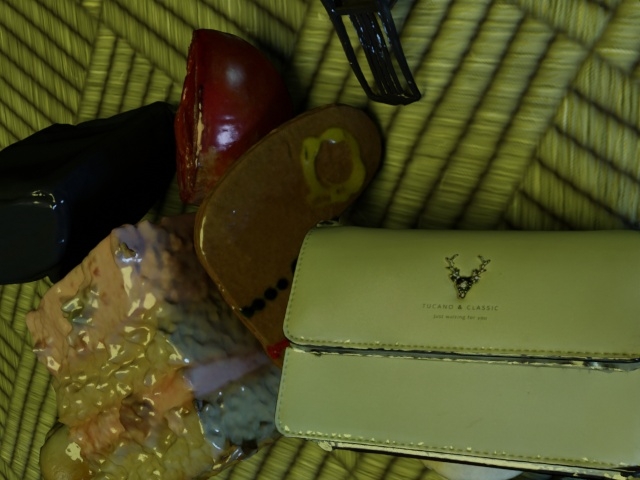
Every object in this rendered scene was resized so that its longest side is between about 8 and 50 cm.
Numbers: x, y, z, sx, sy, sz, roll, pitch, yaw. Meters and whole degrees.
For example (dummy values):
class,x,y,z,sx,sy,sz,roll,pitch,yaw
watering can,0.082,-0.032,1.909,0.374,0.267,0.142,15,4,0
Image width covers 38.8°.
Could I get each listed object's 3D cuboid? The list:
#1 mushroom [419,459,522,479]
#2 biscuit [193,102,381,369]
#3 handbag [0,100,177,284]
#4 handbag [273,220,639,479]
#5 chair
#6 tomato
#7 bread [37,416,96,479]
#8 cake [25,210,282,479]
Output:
class,x,y,z,sx,sy,sz,roll,pitch,yaw
mushroom,0.167,0.220,1.025,0.154,0.154,0.122,27,117,29
biscuit,0.001,0.000,1.058,0.277,0.262,0.052,59,164,-22
handbag,-0.329,-0.056,1.243,0.275,0.302,0.177,0,120,30
handbag,0.150,0.101,0.904,0.359,0.160,0.236,1,70,21
chair,0.066,-0.256,0.997,0.084,0.101,0.212,8,148,38
tomato,-0.105,-0.141,1.115,0.233,0.140,0.200,141,131,-74
bread,-0.339,0.331,1.445,0.314,0.192,0.171,-41,78,40
cake,-0.177,0.150,1.192,0.314,0.293,0.306,-33,81,37
